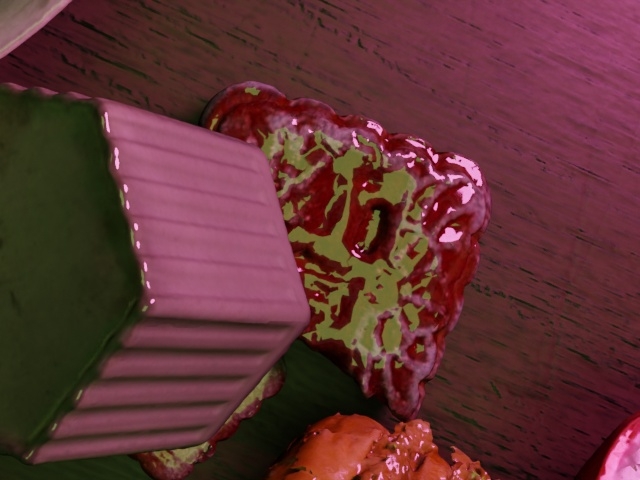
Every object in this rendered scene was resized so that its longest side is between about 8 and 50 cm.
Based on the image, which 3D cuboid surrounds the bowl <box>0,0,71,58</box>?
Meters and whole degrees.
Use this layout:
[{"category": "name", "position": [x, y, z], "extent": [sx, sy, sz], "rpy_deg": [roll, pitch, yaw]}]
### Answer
[{"category": "bowl", "position": [-0.321, -0.290, 0.815], "extent": [0.435, 0.196, 0.435], "rpy_deg": [0, 92, -7]}]

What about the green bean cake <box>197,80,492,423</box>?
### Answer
[{"category": "green bean cake", "position": [0.000, 0.000, 0.909], "extent": [0.232, 0.097, 0.198], "rpy_deg": [23, 89, -7]}]

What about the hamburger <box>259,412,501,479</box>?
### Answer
[{"category": "hamburger", "position": [0.030, 0.240, 0.846], "extent": [0.211, 0.260, 0.245], "rpy_deg": [26, 72, -2]}]

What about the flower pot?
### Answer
[{"category": "flower pot", "position": [-0.148, 0.021, 0.773], "extent": [0.239, 0.189, 0.209], "rpy_deg": [13, 91, 26]}]

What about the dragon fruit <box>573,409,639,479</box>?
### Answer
[{"category": "dragon fruit", "position": [0.273, 0.277, 0.894], "extent": [0.305, 0.226, 0.305], "rpy_deg": [6, 60, -10]}]

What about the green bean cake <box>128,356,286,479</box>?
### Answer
[{"category": "green bean cake", "position": [-0.110, 0.093, 0.920], "extent": [0.135, 0.056, 0.135], "rpy_deg": [-43, 92, -3]}]
